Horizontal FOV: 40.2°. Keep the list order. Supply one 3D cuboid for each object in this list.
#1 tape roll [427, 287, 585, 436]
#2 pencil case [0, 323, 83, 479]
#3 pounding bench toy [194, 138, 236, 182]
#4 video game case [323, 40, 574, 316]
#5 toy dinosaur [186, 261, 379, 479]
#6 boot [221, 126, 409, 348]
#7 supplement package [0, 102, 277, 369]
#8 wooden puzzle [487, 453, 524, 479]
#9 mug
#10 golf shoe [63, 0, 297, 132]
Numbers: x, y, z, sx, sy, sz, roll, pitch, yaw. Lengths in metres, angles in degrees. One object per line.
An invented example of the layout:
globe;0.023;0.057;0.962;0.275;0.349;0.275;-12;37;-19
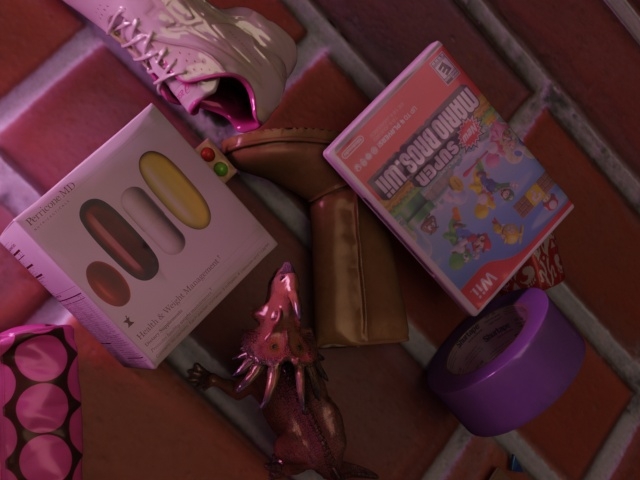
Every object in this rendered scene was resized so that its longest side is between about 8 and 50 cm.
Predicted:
tape roll;0.232;0.151;1.105;0.080;0.189;0.189;49;66;-12
pencil case;-0.301;0.193;0.908;0.098;0.095;0.209;5;76;-60
pounding bench toy;-0.131;-0.069;1.038;0.083;0.065;0.052;49;66;-11
video game case;0.166;-0.074;1.090;0.204;0.025;0.285;-46;105;-11
toy dinosaur;-0.024;0.185;0.975;0.127;0.200;0.296;-37;99;-25
boot;0.000;0.000;1.078;0.236;0.089;0.269;-1;84;-25
supplement package;-0.199;0.001;0.950;0.203;0.149;0.194;48;66;-12
wooden puzzle;0.240;0.352;1.177;0.116;0.014;0.078;-42;105;-24
mug;0.281;-0.021;1.200;0.150;0.113;0.169;-20;94;-24
golf shoe;-0.171;-0.231;1.007;0.306;0.115;0.140;21;61;-19
